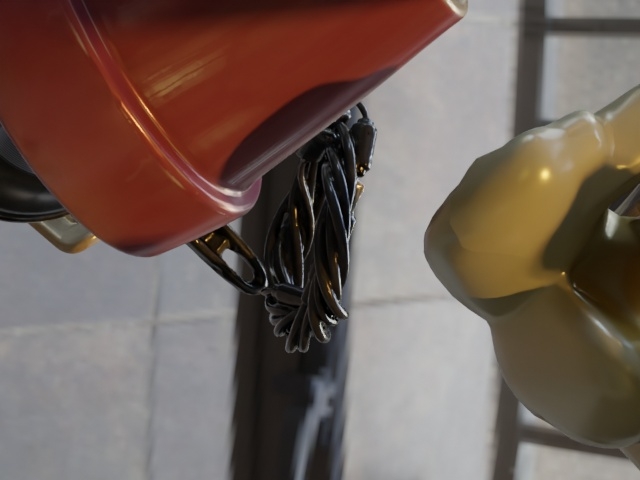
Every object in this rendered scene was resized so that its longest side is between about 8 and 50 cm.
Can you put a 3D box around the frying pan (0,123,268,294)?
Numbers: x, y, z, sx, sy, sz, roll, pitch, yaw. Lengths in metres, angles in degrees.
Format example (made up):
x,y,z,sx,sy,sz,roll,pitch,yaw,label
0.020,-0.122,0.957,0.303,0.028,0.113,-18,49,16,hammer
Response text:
x,y,z,sx,sy,sz,roll,pitch,yaw,label
-0.147,-0.051,1.174,0.197,0.053,0.326,-34,119,-25,frying pan

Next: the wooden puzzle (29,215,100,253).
x,y,z,sx,sy,sz,roll,pitch,yaw,label
-0.212,-0.100,1.649,0.221,0.238,0.044,-33,146,-39,wooden puzzle

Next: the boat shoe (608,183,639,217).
x,y,z,sx,sy,sz,roll,pitch,yaw,label
0.324,-0.036,1.707,0.355,0.132,0.130,-57,-168,21,boat shoe

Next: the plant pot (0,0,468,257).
x,y,z,sx,sy,sz,roll,pitch,yaw,label
-0.042,-0.118,0.832,0.201,0.180,0.201,57,17,-27,plant pot

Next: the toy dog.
x,y,z,sx,sy,sz,roll,pitch,yaw,label
0.264,0.119,0.831,0.284,0.408,0.395,-30,158,-17,toy dog

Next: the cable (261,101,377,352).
x,y,z,sx,sy,sz,roll,pitch,yaw,label
0.000,0.000,1.216,0.047,0.184,0.150,6,63,-14,cable
